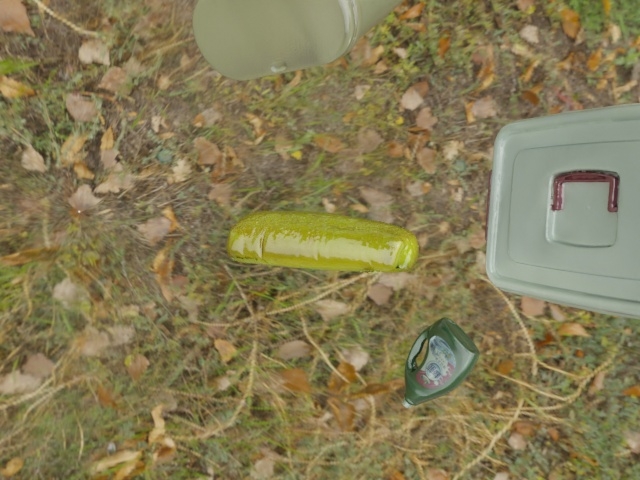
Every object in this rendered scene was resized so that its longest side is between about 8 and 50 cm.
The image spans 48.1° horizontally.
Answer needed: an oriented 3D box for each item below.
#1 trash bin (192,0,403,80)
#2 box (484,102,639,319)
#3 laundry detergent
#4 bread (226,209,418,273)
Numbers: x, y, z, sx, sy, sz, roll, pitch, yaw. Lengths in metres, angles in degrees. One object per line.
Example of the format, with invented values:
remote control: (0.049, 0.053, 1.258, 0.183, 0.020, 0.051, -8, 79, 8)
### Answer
trash bin: (-0.003, -0.317, 0.922, 0.247, 0.243, 0.121, -47, 124, -40)
box: (0.315, -0.029, 0.711, 0.167, 0.294, 0.193, 1, 94, -25)
laundry detergent: (0.237, 0.273, 1.533, 0.063, 0.137, 0.211, 4, 129, -48)
bread: (0.000, 0.000, 1.405, 0.383, 0.166, 0.112, 4, 90, 19)
